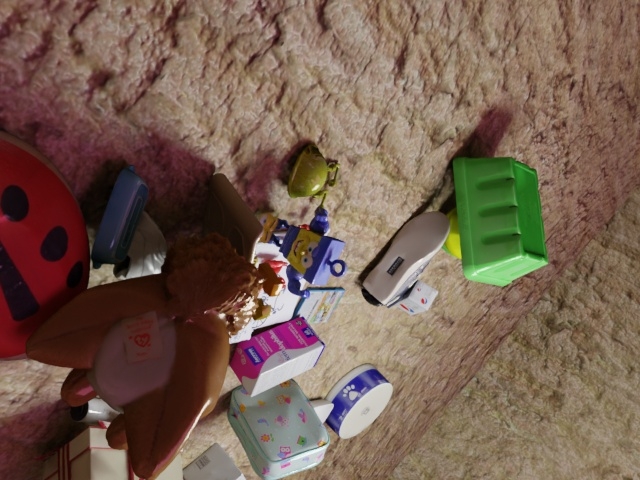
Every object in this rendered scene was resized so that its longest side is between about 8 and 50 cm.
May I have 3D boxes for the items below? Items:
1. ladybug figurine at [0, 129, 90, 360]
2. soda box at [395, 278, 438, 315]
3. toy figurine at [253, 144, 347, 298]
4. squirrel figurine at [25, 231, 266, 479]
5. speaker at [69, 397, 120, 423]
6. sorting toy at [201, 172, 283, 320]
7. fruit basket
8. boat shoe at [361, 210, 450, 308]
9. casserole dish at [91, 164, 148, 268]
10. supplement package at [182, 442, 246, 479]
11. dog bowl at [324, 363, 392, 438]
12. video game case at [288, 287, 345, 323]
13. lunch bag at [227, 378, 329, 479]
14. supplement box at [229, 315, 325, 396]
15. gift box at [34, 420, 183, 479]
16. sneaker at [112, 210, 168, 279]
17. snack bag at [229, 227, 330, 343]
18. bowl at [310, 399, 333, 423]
[{"bbox_3d":[-0.488,0.030,0.990,0.305,0.162,0.449,-33,144,-24],"label":"ladybug figurine"},{"bbox_3d":[0.296,0.182,2.087,0.069,0.074,0.216,-58,180,-13],"label":"soda box"},{"bbox_3d":[0.000,0.000,1.457,0.191,0.217,0.362,18,101,-53],"label":"toy figurine"},{"bbox_3d":[-0.246,0.177,1.152,0.397,0.281,0.370,-52,171,-15],"label":"squirrel figurine"},{"bbox_3d":[-0.483,0.377,1.461,0.055,0.055,0.136,-51,148,3],"label":"speaker"},{"bbox_3d":[-0.156,0.042,1.270,0.041,0.307,0.229,-5,130,-33],"label":"sorting toy"},{"bbox_3d":[0.468,-0.046,1.980,0.283,0.392,0.392,12,114,-45],"label":"fruit basket"},{"bbox_3d":[0.261,0.062,1.995,0.340,0.127,0.158,-46,160,0],"label":"boat shoe"},{"bbox_3d":[-0.338,-0.036,1.133,0.114,0.037,0.188,112,-3,-83],"label":"casserole dish"},{"bbox_3d":[-0.299,0.741,1.990,0.139,0.134,0.244,-36,145,-20],"label":"supplement package"},{"bbox_3d":[0.130,0.575,2.365,0.265,0.104,0.264,-31,144,-26],"label":"dog bowl"},{"bbox_3d":[-0.008,0.185,1.873,0.166,0.015,0.119,5,119,-52],"label":"video game case"},{"bbox_3d":[-0.127,0.511,1.830,0.224,0.279,0.107,-12,133,-29],"label":"lunch bag"},{"bbox_3d":[-0.114,0.306,1.762,0.220,0.111,0.114,-20,147,-36],"label":"supplement box"},{"bbox_3d":[-0.453,0.526,1.416,0.255,0.258,0.276,-35,140,29],"label":"gift box"},{"bbox_3d":[-0.339,0.049,1.279,0.115,0.090,0.232,-31,136,-14],"label":"sneaker"},{"bbox_3d":[-0.141,0.116,1.620,0.343,0.037,0.323,-8,129,-47],"label":"snack bag"},{"bbox_3d":[-0.038,0.591,2.227,0.142,0.053,0.142,5,119,-53],"label":"bowl"}]
